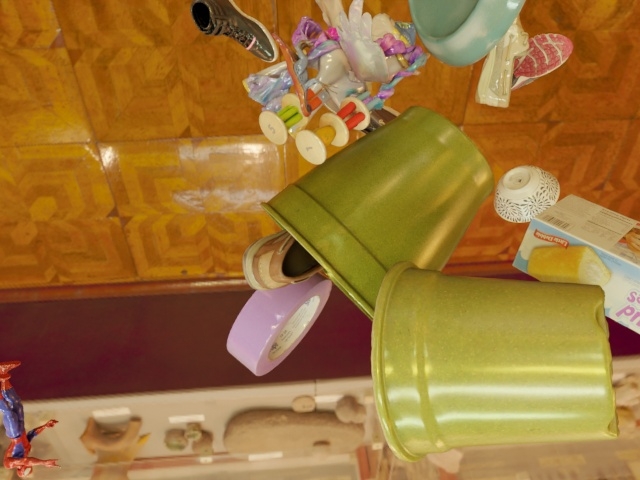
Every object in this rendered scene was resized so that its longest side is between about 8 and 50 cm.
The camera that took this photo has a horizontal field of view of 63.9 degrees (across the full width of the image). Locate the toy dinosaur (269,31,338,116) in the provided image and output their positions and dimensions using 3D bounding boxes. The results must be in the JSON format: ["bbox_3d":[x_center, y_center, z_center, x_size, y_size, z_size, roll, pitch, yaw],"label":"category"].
[{"bbox_3d":[-0.025,-0.190,0.603,0.090,0.047,0.082,11,102,-11],"label":"toy dinosaur"}]

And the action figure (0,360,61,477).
[{"bbox_3d":[-0.662,0.420,1.176,0.139,0.091,0.280,0,106,-9],"label":"action figure"}]

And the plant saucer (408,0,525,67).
[{"bbox_3d":[0.200,-0.415,0.734,0.044,0.317,0.317,-4,130,-17],"label":"plant saucer"}]

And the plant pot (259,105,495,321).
[{"bbox_3d":[0.135,-0.060,1.009,0.353,0.366,0.366,-44,125,-4],"label":"plant pot"}]

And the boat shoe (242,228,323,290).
[{"bbox_3d":[0.000,0.000,0.997,0.116,0.324,0.123,-3,118,48],"label":"boat shoe"}]

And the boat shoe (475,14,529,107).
[{"bbox_3d":[0.481,-0.495,1.306,0.098,0.109,0.302,18,109,20],"label":"boat shoe"}]

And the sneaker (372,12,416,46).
[{"bbox_3d":[0.230,-0.646,1.587,0.091,0.126,0.240,18,170,28],"label":"sneaker"}]

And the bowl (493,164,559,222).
[{"bbox_3d":[0.525,-0.139,1.340,0.170,0.170,0.080,-30,135,18],"label":"bowl"}]

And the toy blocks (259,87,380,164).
[{"bbox_3d":[0.004,-0.184,0.742,0.123,0.148,0.054,32,146,24],"label":"toy blocks"}]

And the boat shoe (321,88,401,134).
[{"bbox_3d":[0.133,-0.423,1.727,0.324,0.096,0.116,29,146,6],"label":"boat shoe"}]

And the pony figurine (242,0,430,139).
[{"bbox_3d":[0.029,-0.367,1.067,0.363,0.303,0.351,-30,149,15],"label":"pony figurine"}]

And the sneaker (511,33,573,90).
[{"bbox_3d":[0.667,-0.568,1.651,0.112,0.121,0.299,-19,-178,-35],"label":"sneaker"}]

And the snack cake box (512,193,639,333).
[{"bbox_3d":[0.433,0.040,0.720,0.152,0.264,0.089,-21,133,-42],"label":"snack cake box"}]

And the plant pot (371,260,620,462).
[{"bbox_3d":[0.236,0.153,0.668,0.254,0.276,0.276,-7,134,29],"label":"plant pot"}]

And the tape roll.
[{"bbox_3d":[-0.090,0.177,1.194,0.090,0.275,0.275,36,127,16],"label":"tape roll"}]

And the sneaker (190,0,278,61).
[{"bbox_3d":[-0.267,-0.626,1.539,0.296,0.147,0.104,42,137,-14],"label":"sneaker"}]
